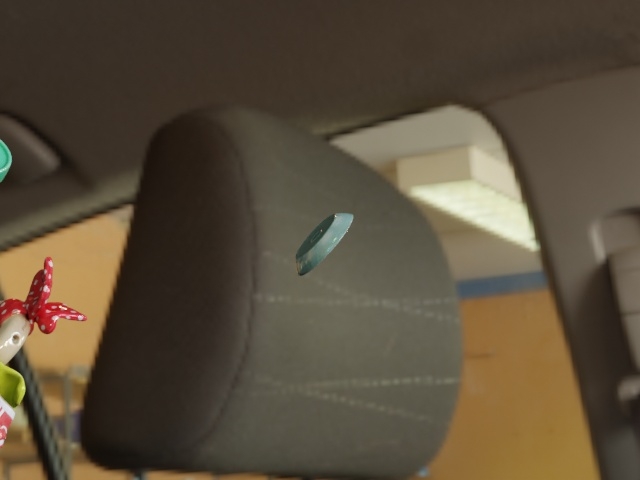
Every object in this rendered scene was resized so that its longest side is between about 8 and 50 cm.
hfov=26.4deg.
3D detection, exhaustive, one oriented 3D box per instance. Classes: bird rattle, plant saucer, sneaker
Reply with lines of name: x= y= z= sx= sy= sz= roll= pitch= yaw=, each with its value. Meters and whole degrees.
bird rattle: x=-0.467 y=0.135 z=1.923 sx=0.207 sy=0.253 sz=0.143 roll=-7 pitch=-44 yaw=35
plant saucer: x=0.000 y=0.000 z=1.997 sx=0.021 sy=0.119 sz=0.119 roll=41 pitch=-29 yaw=-12
sneaker: x=-0.441 y=0.233 z=1.783 sx=0.042 sy=0.067 sz=0.118 roll=2 pitch=-29 yaw=21

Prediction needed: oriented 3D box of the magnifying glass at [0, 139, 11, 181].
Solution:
magnifying glass: x=-0.411 y=-0.117 z=1.329 sx=0.231 sy=0.092 sz=0.026 roll=24 pitch=-61 yaw=-14
